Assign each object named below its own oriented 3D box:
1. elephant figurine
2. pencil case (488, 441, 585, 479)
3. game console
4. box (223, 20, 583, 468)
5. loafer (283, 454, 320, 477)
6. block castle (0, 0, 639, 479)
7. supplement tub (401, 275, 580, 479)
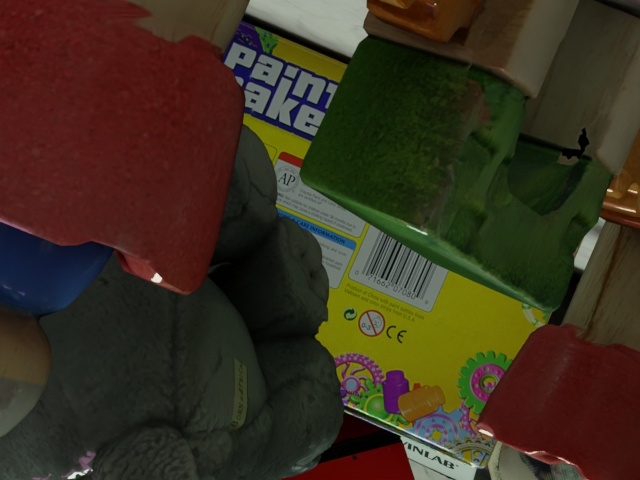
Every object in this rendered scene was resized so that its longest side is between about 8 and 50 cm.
[{"bbox_3d":[-0.124,0.054,0.621,0.239,0.169,0.186,-17,169,23],"label":"elephant figurine"},{"bbox_3d":[0.319,0.194,1.149,0.410,0.160,0.183,6,-152,-30],"label":"pencil case"},{"bbox_3d":[-0.019,0.166,1.071,0.144,0.124,0.085,-12,166,-21],"label":"game console"},{"bbox_3d":[0.000,0.000,1.033,0.290,0.177,0.279,23,176,6],"label":"box"},{"bbox_3d":[-0.072,0.106,1.034,0.078,0.076,0.223,33,170,-24],"label":"loafer"},{"bbox_3d":[0.123,0.039,0.491,0.303,0.213,0.453,22,176,32],"label":"block castle"},{"bbox_3d":[0.227,0.146,1.450,0.338,0.207,0.207,24,177,12],"label":"supplement tub"}]
